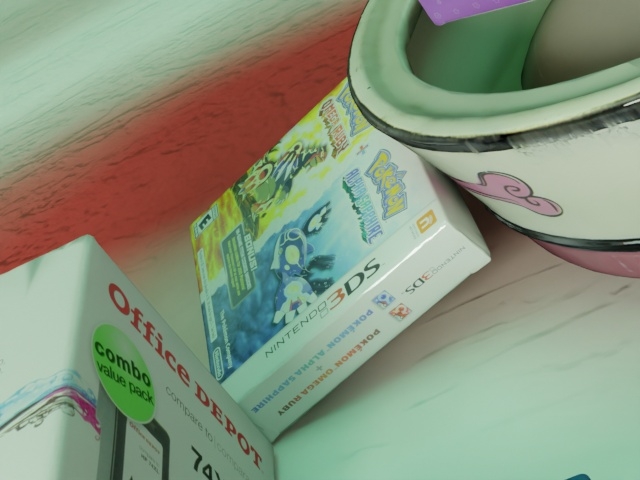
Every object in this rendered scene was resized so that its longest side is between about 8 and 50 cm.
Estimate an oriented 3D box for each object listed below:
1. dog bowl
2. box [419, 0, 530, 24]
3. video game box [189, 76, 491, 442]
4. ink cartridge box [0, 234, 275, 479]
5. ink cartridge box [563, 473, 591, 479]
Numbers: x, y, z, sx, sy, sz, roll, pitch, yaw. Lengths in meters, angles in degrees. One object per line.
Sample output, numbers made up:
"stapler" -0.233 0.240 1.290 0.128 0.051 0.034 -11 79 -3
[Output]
"dog bowl" 0.223 -0.147 0.632 0.408 0.150 0.408 -30 29 19
"box" 0.184 -0.244 0.597 0.201 0.057 0.293 -4 44 48
"video game box" 0.000 0.000 0.722 0.187 0.048 0.205 -40 34 16
"ink cartridge box" -0.145 0.178 0.536 0.197 0.198 0.270 -25 36 13
"ink cartridge box" 0.046 0.156 0.417 0.140 0.191 0.082 -25 78 13
